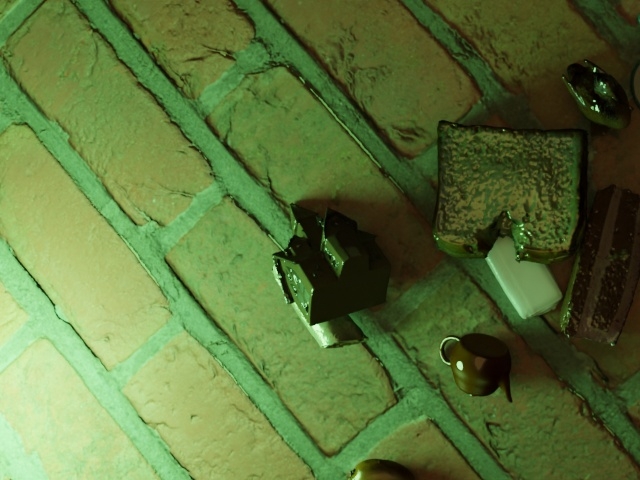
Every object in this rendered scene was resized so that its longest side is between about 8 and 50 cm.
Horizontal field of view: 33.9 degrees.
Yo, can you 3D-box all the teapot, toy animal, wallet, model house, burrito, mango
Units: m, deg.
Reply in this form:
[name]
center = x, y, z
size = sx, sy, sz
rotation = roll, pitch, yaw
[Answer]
[teapot]
center = 0.282, 0.232, 1.899
size = 0.173, 0.116, 0.116
rotation = 29, 95, 37
[toy animal]
center = 0.477, -0.267, 1.832
size = 0.089, 0.179, 0.188
rotation = -36, 57, 6
[wallet]
center = 0.365, 0.051, 1.915
size = 0.095, 0.033, 0.190
rotation = -32, 83, 10
[model house]
center = 0.000, 0.000, 1.922
size = 0.180, 0.176, 0.248
rotation = -17, 51, -24
[burrito]
center = -0.010, 0.119, 1.968
size = 0.087, 0.060, 0.226
rotation = -31, 75, -25
[mango]
center = 0.115, 0.444, 1.944
size = 0.127, 0.063, 0.077
rotation = -1, 84, 6

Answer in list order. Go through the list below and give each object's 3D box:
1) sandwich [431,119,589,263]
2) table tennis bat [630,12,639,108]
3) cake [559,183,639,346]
[sandwich]
center = 0.337, -0.084, 1.870
size = 0.273, 0.095, 0.249
rotation = 4, 78, 12
[table tennis bat]
center = 0.608, -0.314, 1.874
size = 0.124, 0.033, 0.201
rotation = -16, 89, 8
[cake]
center = 0.507, 0.049, 1.872
size = 0.115, 0.113, 0.295
rotation = 19, 81, 5
